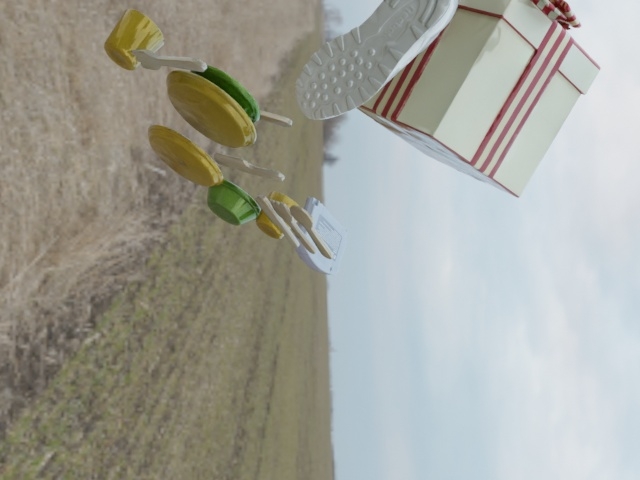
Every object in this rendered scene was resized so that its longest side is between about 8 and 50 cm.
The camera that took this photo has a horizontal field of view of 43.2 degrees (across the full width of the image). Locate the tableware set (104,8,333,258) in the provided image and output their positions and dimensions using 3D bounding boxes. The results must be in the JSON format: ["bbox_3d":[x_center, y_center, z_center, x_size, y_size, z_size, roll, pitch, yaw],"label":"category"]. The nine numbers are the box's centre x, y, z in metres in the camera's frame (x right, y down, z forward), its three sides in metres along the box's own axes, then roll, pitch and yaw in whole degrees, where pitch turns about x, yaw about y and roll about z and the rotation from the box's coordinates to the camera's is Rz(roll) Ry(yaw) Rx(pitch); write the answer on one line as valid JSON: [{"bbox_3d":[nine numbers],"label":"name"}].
[{"bbox_3d":[-0.052,-0.050,0.406,0.024,0.104,0.154,-57,140,-19],"label":"tableware set"}]

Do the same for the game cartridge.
[{"bbox_3d":[0.000,0.000,0.783,0.083,0.017,0.055,46,53,-55],"label":"game cartridge"}]

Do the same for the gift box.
[{"bbox_3d":[0.214,-0.247,1.148,0.255,0.276,0.258,34,-85,45],"label":"gift box"}]

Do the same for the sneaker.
[{"bbox_3d":[0.072,-0.227,0.985,0.090,0.235,0.095,55,19,5],"label":"sneaker"}]
